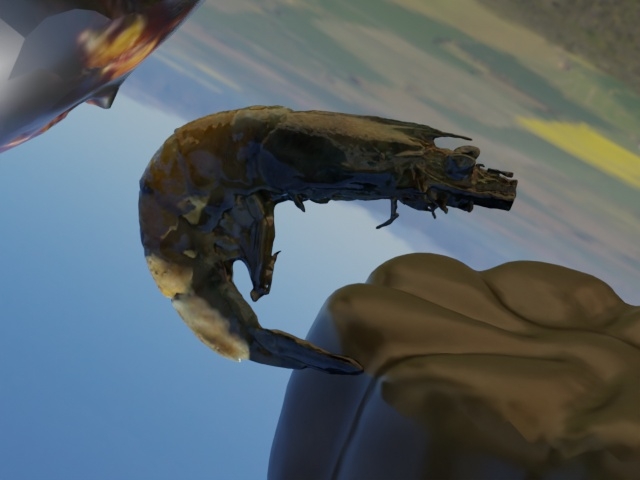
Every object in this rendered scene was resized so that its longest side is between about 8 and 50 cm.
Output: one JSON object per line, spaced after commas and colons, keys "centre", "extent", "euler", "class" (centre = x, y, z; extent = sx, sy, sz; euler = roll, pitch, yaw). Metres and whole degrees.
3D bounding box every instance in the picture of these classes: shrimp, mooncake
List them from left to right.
{"centre": [0.000, 0.000, 0.728], "extent": [0.217, 0.150, 0.051], "euler": [2, -178, 15], "class": "shrimp"}
{"centre": [0.158, 0.141, 0.824], "extent": [0.378, 0.201, 0.378], "euler": [15, -166, -4], "class": "mooncake"}

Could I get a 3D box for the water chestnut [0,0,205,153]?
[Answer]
{"centre": [-0.215, -0.161, 0.516], "extent": [0.347, 0.335, 0.335], "euler": [-20, 152, 29], "class": "water chestnut"}
